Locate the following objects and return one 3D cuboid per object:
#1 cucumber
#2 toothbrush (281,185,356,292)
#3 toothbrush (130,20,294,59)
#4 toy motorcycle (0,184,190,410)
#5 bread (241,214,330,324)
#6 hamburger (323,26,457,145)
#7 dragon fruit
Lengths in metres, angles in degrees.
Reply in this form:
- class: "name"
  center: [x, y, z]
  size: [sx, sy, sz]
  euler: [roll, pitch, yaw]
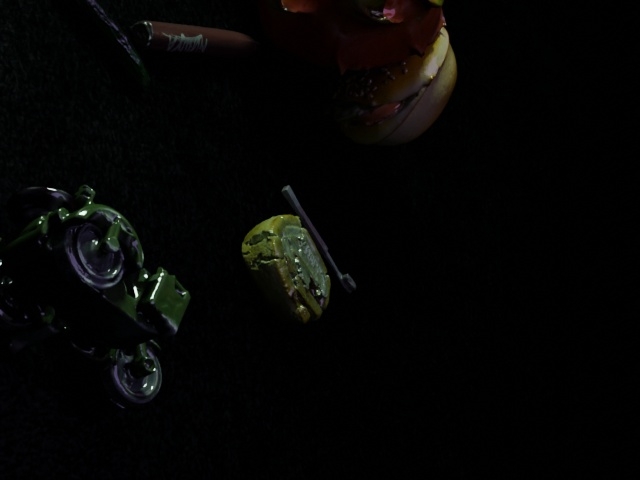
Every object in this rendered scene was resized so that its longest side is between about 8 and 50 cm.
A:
- class: "cucumber"
  center: [-0.266, -0.264, 1.548]
  size: [0.184, 0.033, 0.036]
  euler: [52, 12, -29]
- class: "toothbrush"
  center: [-0.002, 0.001, 1.837]
  size: [0.194, 0.017, 0.014]
  euler: [56, 29, -20]
- class: "toothbrush"
  center: [-0.136, -0.275, 1.746]
  size: [0.364, 0.041, 0.040]
  euler: [-8, 82, -58]
- class: "toy motorcycle"
  center: [-0.227, 0.055, 1.290]
  size: [0.275, 0.205, 0.127]
  euler: [38, 43, -34]
- class: "bread"
  center: [-0.041, 0.041, 1.709]
  size: [0.156, 0.064, 0.117]
  euler: [60, 35, -17]
- class: "hamburger"
  center: [0.111, -0.252, 1.941]
  size: [0.147, 0.237, 0.236]
  euler: [35, 47, -35]
- class: "dragon fruit"
  center: [0.051, -0.409, 1.800]
  size: [0.225, 0.306, 0.305]
  euler: [96, 8, -47]
